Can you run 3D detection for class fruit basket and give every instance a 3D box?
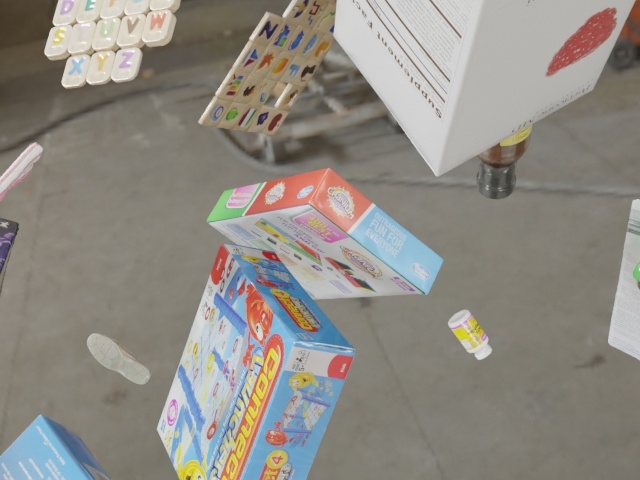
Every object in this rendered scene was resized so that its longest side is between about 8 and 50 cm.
[{"bbox_3d":[0.680,0.117,2.019,0.327,0.353,0.165,26,51,32],"label":"fruit basket"}]

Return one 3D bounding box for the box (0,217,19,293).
[{"bbox_3d":[-0.398,0.028,0.928,0.261,0.103,0.184,16,22,-12],"label":"box"}]

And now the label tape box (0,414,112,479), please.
[{"bbox_3d":[-0.452,0.472,1.702,0.347,0.115,0.249,-48,48,-4],"label":"label tape box"}]

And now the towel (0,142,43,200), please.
[{"bbox_3d":[-0.421,-0.060,1.508,0.144,0.029,0.197,-53,13,-13],"label":"towel"}]

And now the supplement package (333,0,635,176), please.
[{"bbox_3d":[0.132,-0.215,0.896,0.177,0.293,0.175,-30,71,-12],"label":"supplement package"}]

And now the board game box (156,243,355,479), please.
[{"bbox_3d":[-0.097,0.203,1.505,0.086,0.308,0.302,12,17,-27],"label":"board game box"}]

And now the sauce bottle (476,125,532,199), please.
[{"bbox_3d":[0.303,-0.207,1.927,0.111,0.344,0.111,-1,50,1],"label":"sauce bottle"}]

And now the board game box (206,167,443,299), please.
[{"bbox_3d":[0.000,0.000,1.757,0.316,0.242,0.064,-7,51,57],"label":"board game box"}]

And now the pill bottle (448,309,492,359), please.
[{"bbox_3d":[0.257,0.162,1.949,0.043,0.083,0.043,-35,12,9],"label":"pill bottle"}]

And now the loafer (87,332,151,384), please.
[{"bbox_3d":[-0.344,0.202,1.960,0.045,0.125,0.039,-53,3,7],"label":"loafer"}]

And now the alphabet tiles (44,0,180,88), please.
[{"bbox_3d":[-0.391,-0.414,2.150,0.284,0.021,0.278,-3,64,27],"label":"alphabet tiles"}]

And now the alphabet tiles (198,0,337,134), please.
[{"bbox_3d":[-0.042,-0.237,1.439,0.009,0.237,0.198,39,16,19],"label":"alphabet tiles"}]
